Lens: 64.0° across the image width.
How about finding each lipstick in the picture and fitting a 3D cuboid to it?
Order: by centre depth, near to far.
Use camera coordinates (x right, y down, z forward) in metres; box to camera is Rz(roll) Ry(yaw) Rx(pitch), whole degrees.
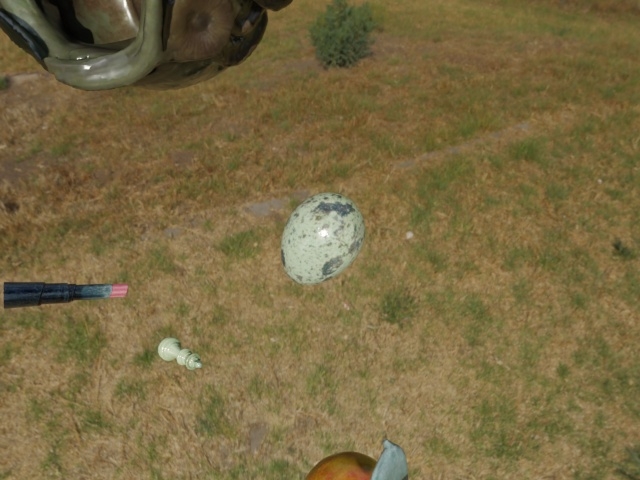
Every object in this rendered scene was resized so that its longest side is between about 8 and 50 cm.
[{"bbox_3d":[-0.525,0.105,1.070,0.234,0.053,0.053,-2,49,-33],"label":"lipstick"}]

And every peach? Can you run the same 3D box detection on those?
[{"bbox_3d":[0.067,0.631,1.257,0.230,0.231,0.231,3,52,-3],"label":"peach"}]

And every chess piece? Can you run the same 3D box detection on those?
[{"bbox_3d":[-0.332,0.283,1.249,0.149,0.059,0.059,13,46,40],"label":"chess piece"}]

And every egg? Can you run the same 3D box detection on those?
[{"bbox_3d":[0.000,0.000,0.860,0.132,0.172,0.132,32,13,-8],"label":"egg"}]

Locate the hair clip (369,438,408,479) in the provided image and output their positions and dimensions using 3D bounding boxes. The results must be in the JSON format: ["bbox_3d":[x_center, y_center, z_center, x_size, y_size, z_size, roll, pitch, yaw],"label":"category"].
[{"bbox_3d":[0.050,0.404,0.451,0.392,0.319,0.238,-9,18,-36],"label":"hair clip"}]

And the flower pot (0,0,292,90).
[{"bbox_3d":[-0.187,-0.303,0.537,0.301,0.302,0.213,25,27,14],"label":"flower pot"}]
